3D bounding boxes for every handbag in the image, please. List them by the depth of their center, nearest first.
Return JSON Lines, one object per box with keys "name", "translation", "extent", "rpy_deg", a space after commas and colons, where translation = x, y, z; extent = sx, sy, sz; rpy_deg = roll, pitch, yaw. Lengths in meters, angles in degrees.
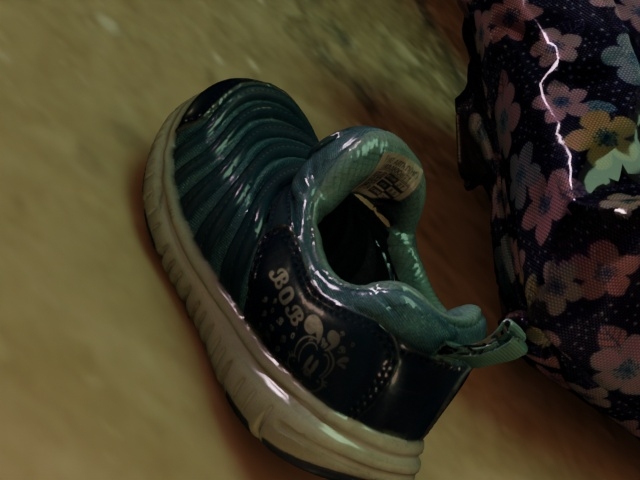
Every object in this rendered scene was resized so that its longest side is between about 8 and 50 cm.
{"name": "handbag", "translation": [0.130, -0.018, 0.691], "extent": [0.229, 0.127, 0.208], "rpy_deg": [30, 36, -36]}

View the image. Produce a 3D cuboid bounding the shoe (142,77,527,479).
{"name": "shoe", "translation": [0.000, 0.000, 0.526], "extent": [0.064, 0.071, 0.143], "rpy_deg": [26, 26, -41]}
